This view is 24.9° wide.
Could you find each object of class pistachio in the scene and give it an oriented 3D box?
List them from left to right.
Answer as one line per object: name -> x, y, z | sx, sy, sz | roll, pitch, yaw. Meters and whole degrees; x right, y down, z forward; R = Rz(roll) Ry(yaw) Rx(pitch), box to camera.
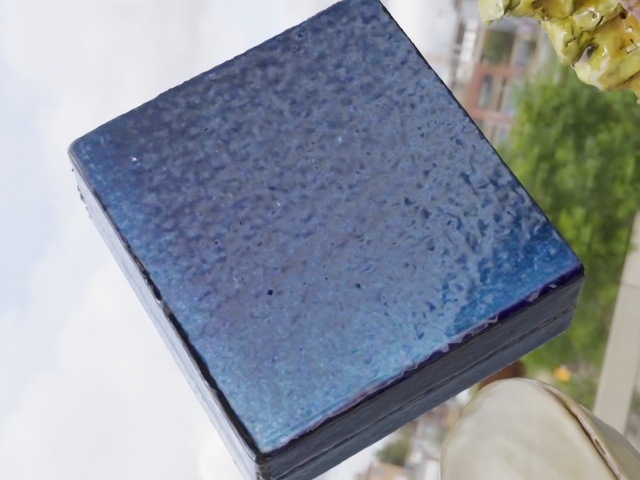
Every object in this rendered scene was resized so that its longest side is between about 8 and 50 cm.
pistachio -> 0.135, 0.154, 0.766 | 0.124, 0.185, 0.124 | -26, -45, -29

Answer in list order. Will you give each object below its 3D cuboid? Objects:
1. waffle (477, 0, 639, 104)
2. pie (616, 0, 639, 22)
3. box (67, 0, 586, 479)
waffle -> 0.199, -0.196, 0.778 | 0.052, 0.245, 0.254 | 37, 115, 59
pie -> 0.132, -0.150, 0.425 | 0.191, 0.088, 0.033 | -53, 36, 27
box -> 0.000, 0.000, 1.034 | 0.279, 0.261, 0.116 | 56, 165, 25
